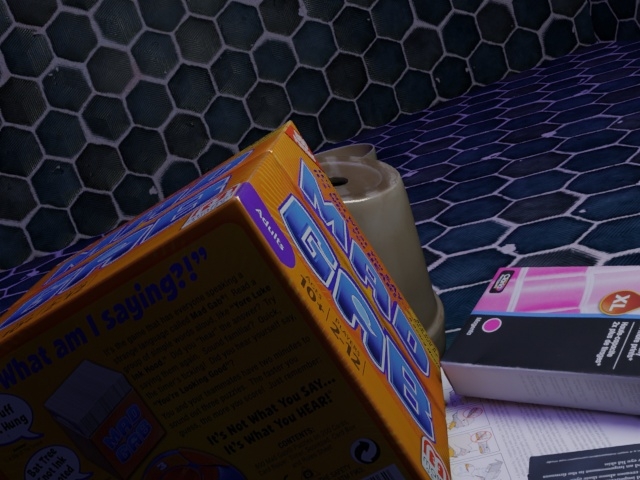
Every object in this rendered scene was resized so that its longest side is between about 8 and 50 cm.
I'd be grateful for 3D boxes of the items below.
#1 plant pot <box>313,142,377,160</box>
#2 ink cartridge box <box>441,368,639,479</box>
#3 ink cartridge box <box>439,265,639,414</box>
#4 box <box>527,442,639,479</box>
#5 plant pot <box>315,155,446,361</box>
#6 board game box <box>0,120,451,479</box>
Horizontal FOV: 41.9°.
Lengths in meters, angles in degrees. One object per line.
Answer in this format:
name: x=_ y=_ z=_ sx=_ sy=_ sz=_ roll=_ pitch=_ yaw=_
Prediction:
plant pot: x=0.021 y=-0.093 z=1.994 sx=0.284 sy=0.191 sz=0.284 roll=-17 pitch=15 yaw=5
ink cartridge box: x=0.210 y=0.215 z=0.955 sx=0.261 sy=0.066 sz=0.296 roll=-18 pitch=15 yaw=6
ink cartridge box: x=0.325 y=0.104 z=0.904 sx=0.371 sy=0.069 sz=0.176 roll=-1 pitch=38 yaw=43
box: x=0.248 y=0.264 z=0.664 sx=0.153 sy=0.108 sz=0.207 roll=-13 pitch=17 yaw=21
plant pot: x=0.028 y=0.035 z=1.240 sx=0.323 sy=0.280 sz=0.323 roll=-2 pitch=25 yaw=1
board game box: x=-0.104 y=0.137 z=0.914 sx=0.356 sy=0.356 sz=0.356 roll=-30 pitch=13 yaw=14
